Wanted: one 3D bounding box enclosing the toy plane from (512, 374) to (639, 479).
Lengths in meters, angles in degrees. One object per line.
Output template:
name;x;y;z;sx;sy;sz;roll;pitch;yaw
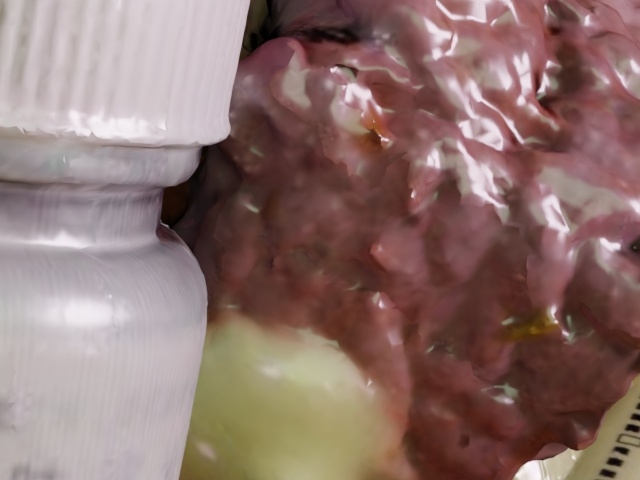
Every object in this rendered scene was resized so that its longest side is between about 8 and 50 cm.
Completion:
toy plane;0.111;0.106;0.797;0.256;0.104;0.242;-42;103;-36

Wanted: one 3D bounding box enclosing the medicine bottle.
medicine bottle;-0.112;0.030;0.510;0.165;0.165;0.273;6;101;-33

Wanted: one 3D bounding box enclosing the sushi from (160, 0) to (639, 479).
sushi;0.000;0.000;0.650;0.171;0.270;0.236;31;45;-19
